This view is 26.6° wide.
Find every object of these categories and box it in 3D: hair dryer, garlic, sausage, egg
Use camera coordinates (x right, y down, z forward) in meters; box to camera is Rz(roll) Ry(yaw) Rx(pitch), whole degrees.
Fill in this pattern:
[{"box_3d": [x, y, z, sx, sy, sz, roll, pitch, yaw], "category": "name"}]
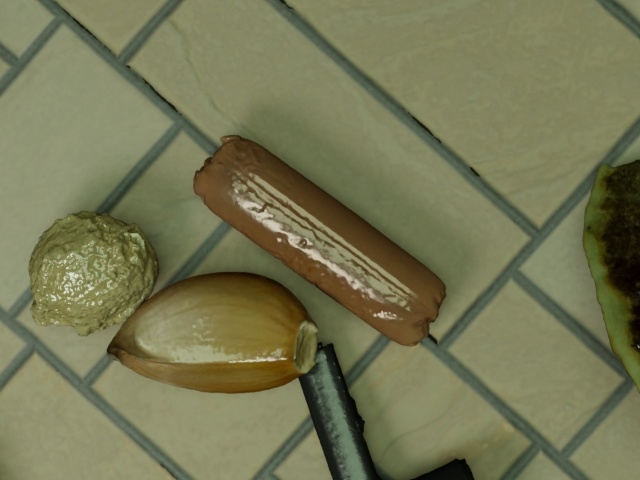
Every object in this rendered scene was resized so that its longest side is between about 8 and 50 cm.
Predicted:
[{"box_3d": [0.041, 0.221, 1.374, 0.197, 0.089, 0.251, -23, 83, 2], "category": "hair dryer"}, {"box_3d": [-0.111, 0.102, 1.360, 0.206, 0.115, 0.128, -4, 46, -9], "category": "garlic"}, {"box_3d": [0.000, -0.001, 1.370, 0.289, 0.086, 0.086, 36, 91, 3], "category": "sausage"}, {"box_3d": [-0.231, 0.031, 1.363, 0.140, 0.116, 0.118, -16, 68, 16], "category": "egg"}]

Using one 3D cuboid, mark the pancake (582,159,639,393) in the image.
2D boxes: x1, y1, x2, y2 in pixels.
[{"box_3d": [0.418, 0.067, 1.294, 0.426, 0.067, 0.305, 37, 69, 28], "category": "pancake"}]
